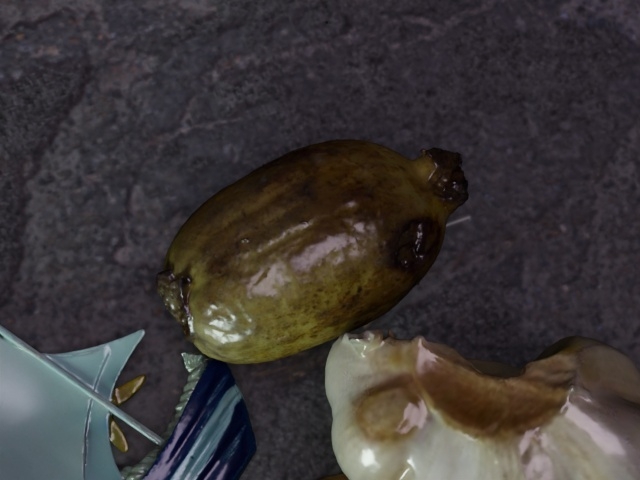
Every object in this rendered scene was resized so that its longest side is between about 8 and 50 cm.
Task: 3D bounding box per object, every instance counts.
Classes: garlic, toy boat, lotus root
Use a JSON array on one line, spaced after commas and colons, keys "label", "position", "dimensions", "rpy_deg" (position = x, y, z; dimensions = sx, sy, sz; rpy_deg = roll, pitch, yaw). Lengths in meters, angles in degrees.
[{"label": "garlic", "position": [0.141, 0.164, 1.458], "dimensions": [0.281, 0.203, 0.185], "rpy_deg": [0, 81, 20]}, {"label": "toy boat", "position": [-0.205, 0.136, 1.518], "dimensions": [0.291, 0.067, 0.220], "rpy_deg": [33, 84, 4]}, {"label": "lotus root", "position": [0.000, 0.000, 1.509], "dimensions": [0.260, 0.128, 0.145], "rpy_deg": [-26, 74, -7]}]

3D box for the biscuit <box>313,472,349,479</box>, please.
[{"label": "biscuit", "position": [0.042, 0.276, 1.520], "dimensions": [0.260, 0.041, 0.203], "rpy_deg": [19, 83, -2]}]
